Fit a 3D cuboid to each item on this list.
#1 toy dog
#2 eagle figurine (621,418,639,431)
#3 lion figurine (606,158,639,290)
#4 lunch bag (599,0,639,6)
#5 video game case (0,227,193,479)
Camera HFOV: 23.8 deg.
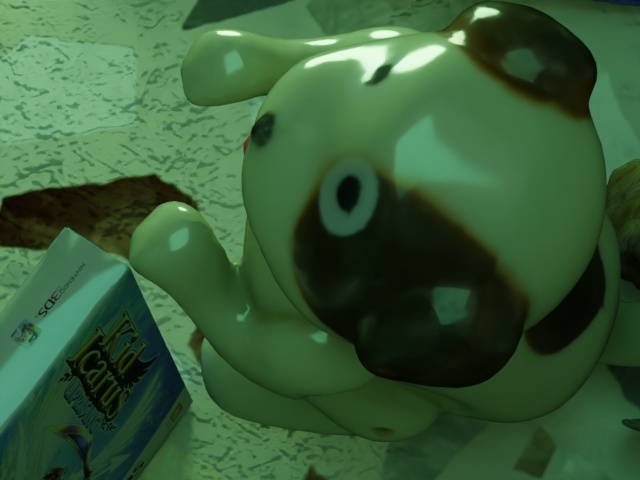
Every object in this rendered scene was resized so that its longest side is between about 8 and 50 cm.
[{"bbox_3d":[0.066,0.009,0.992,0.395,0.408,0.284,27,80,11],"label":"toy dog"},{"bbox_3d":[0.332,0.134,0.997,0.225,0.298,0.226,35,29,11],"label":"eagle figurine"},{"bbox_3d":[0.398,0.022,1.098,0.392,0.240,0.142,28,62,7],"label":"lion figurine"},{"bbox_3d":[0.264,-0.384,1.298,0.386,0.239,0.327,10,64,-6],"label":"lunch bag"},{"bbox_3d":[-0.199,0.152,1.060,0.061,0.269,0.244,29,71,17],"label":"video game case"}]
